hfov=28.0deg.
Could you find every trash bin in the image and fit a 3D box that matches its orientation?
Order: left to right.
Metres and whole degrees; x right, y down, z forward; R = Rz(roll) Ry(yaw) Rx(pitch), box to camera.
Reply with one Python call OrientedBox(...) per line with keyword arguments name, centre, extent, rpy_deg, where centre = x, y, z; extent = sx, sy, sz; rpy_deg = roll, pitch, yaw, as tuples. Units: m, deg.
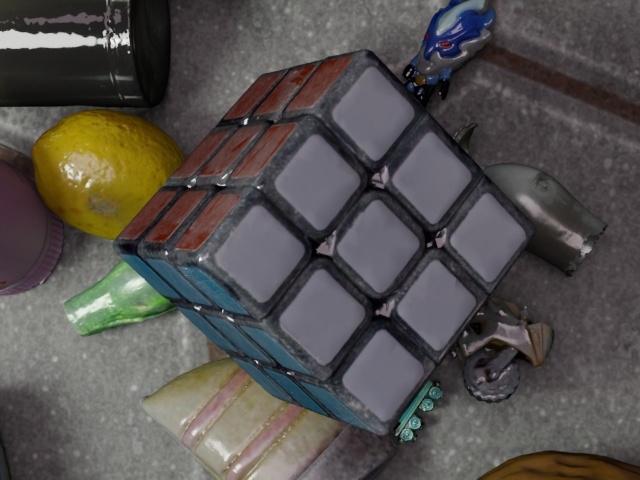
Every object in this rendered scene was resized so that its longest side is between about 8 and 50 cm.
OrientedBox(name="trash bin", centre=(-0.362, -0.273, 1.655), extent=(0.301, 0.203, 0.252), rpy_deg=(0, 119, 7))

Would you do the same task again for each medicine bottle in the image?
OrientedBox(name="medicine bottle", centre=(-0.441, -0.025, 1.587), extent=(0.178, 0.291, 0.178), rpy_deg=(-1, 83, 6))

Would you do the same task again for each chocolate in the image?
OrientedBox(name="chocolate", centre=(-0.194, 0.038, 1.654), extent=(0.291, 0.110, 0.110), rpy_deg=(-27, 81, 5))

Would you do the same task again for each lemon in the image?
OrientedBox(name="lemon", centre=(-0.267, -0.085, 1.631), extent=(0.207, 0.170, 0.170), rpy_deg=(19, 85, -16))

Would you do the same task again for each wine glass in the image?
OrientedBox(name="wine glass", centre=(0.249, -0.052, 1.611), extent=(0.222, 0.103, 0.103), rpy_deg=(36, 88, 9))

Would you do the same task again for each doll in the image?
OrientedBox(name="doll", centre=(0.165, -0.253, 1.665), extent=(0.096, 0.070, 0.195), rpy_deg=(36, 90, 40))

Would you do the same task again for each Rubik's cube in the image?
OrientedBox(name="Rubik's cube", centre=(0.000, 0.000, 1.458), extent=(0.301, 0.305, 0.304), rpy_deg=(45, 75, -19))

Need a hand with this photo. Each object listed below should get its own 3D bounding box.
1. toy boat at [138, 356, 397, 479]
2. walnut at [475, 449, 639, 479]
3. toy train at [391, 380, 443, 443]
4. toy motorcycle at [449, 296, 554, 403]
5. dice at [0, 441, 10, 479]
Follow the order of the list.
OrientedBox(name="toy boat", centre=(-0.053, 0.252, 1.611), extent=(0.276, 0.111, 0.293), rpy_deg=(-28, 71, -5))
OrientedBox(name="walnut", centre=(0.305, 0.423, 1.446), extent=(0.397, 0.308, 0.354), rpy_deg=(19, 71, 10))
OrientedBox(name="toy train", centre=(0.120, 0.214, 1.631), extent=(0.045, 0.029, 0.092), rpy_deg=(34, 89, 17))
OrientedBox(name="toy motorcycle", centre=(0.208, 0.088, 1.610), extent=(0.129, 0.094, 0.229), rpy_deg=(-23, 68, -2))
OrientedBox(name="dice", centre=(-0.543, 0.312, 1.581), extent=(0.259, 0.251, 0.243), rpy_deg=(-11, 84, 5))
